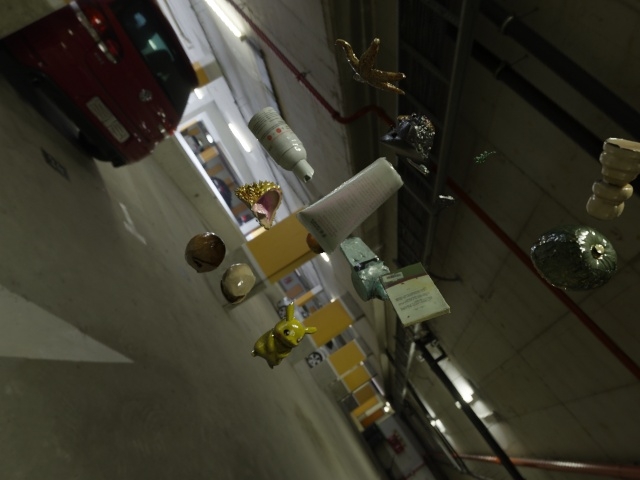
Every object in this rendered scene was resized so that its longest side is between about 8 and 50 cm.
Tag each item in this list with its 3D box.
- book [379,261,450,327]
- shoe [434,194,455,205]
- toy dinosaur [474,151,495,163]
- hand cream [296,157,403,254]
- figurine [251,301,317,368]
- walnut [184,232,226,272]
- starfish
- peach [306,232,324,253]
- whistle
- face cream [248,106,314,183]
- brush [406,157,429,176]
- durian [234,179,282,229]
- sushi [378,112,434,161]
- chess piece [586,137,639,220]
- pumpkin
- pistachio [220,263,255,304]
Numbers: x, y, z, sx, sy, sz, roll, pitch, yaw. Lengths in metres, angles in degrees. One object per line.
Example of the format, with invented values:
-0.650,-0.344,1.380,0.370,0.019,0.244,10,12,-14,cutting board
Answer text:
0.378,0.216,1.764,0.289,0.201,0.026,-109,-177,-50,book
0.760,-0.257,2.628,0.179,0.071,0.049,8,57,-39,shoe
0.679,-0.340,1.770,0.062,0.083,0.021,59,37,-55,toy dinosaur
0.110,-0.127,1.428,0.185,0.359,0.118,50,4,-18,hand cream
-0.180,0.488,2.128,0.218,0.327,0.169,41,19,-24,figurine
-0.405,0.043,1.499,0.137,0.137,0.245,58,-29,-5,walnut
0.215,-0.766,1.918,0.375,0.094,0.327,37,-7,-22,starfish
0.000,0.000,2.185,0.138,0.138,0.138,56,-7,11,peach
0.250,0.154,2.354,0.404,0.168,0.188,65,-16,11,whistle
-0.149,-0.391,1.847,0.369,0.145,0.145,53,-8,6,face cream
0.448,-0.343,1.960,0.034,0.028,0.190,46,8,-31,brush
-0.201,-0.119,1.373,0.182,0.165,0.132,21,63,-46,durian
0.471,-0.536,2.180,0.227,0.212,0.215,25,0,-32,sushi
0.950,-0.189,1.386,0.142,0.143,0.260,-131,-141,-50,chess piece
1.042,0.075,1.766,0.257,0.328,0.291,-41,-115,59,pumpkin
-0.300,0.156,1.558,0.184,0.125,0.124,-95,161,-52,pistachio
